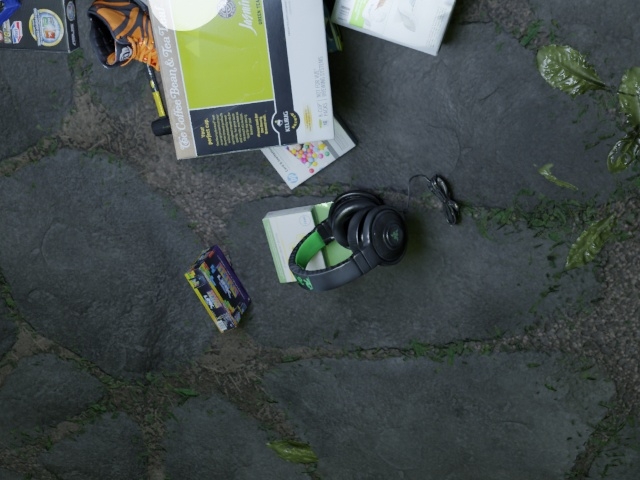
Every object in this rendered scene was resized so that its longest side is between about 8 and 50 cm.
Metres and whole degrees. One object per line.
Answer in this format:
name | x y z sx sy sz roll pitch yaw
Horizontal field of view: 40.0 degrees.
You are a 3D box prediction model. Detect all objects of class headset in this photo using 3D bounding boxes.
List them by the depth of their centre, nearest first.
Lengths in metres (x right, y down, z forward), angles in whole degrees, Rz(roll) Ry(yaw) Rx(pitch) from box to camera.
headset | 0.120 -0.007 1.926 0.394 0.243 0.185 -36 115 -8

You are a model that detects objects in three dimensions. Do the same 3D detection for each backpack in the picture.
backpack | -0.712 -0.520 1.868 0.098 0.101 0.120 -36 98 21

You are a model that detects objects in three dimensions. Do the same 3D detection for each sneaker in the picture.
sneaker | 0.002 -0.461 1.848 0.059 0.053 0.144 -12 109 18
sneaker | -0.366 -0.391 1.870 0.321 0.180 0.124 38 131 -3

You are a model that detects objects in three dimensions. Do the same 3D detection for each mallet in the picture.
mallet | -0.363 -0.331 1.989 0.062 0.039 0.189 -3 109 12

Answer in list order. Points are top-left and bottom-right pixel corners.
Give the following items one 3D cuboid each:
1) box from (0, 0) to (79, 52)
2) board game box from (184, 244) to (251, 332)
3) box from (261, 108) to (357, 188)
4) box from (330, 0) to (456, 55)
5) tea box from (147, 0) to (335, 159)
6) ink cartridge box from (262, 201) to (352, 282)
box | -0.654 -0.555 1.930 0.216 0.060 0.270 5 114 9
board game box | -0.242 0.114 2.099 0.048 0.141 0.170 -24 107 21
box | -0.034 -0.224 1.968 0.186 0.038 0.145 -32 104 23
box | 0.169 -0.533 1.742 0.231 0.127 0.262 18 115 2
tea box | -0.152 -0.366 1.731 0.324 0.220 0.329 -7 119 -4
ink cartridge box | 0.000 0.000 2.052 0.235 0.056 0.171 -8 111 17
